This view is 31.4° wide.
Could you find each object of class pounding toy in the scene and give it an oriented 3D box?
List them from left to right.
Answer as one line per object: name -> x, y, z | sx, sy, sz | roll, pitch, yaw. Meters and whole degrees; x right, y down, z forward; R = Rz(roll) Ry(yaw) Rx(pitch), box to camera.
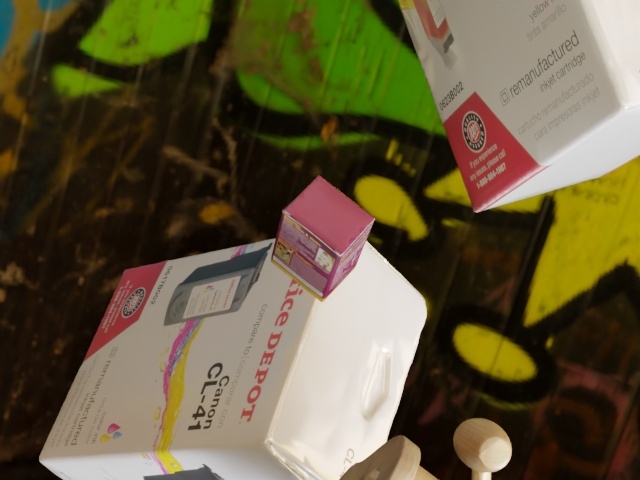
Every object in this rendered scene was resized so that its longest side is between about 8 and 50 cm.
pounding toy -> 0.062, 0.234, 0.757 | 0.155, 0.269, 0.154 | 37, 166, -2

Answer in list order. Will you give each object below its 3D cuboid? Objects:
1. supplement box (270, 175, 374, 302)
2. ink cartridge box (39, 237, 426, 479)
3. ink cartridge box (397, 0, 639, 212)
supplement box -> 0.000, 0.000, 0.837 | 0.055, 0.083, 0.043 | 39, -116, 10
ink cartridge box -> -0.082, 0.125, 1.029 | 0.306, 0.226, 0.131 | -14, 135, 42
ink cartridge box -> 0.184, -0.253, 0.980 | 0.161, 0.384, 0.279 | -15, 170, -19
